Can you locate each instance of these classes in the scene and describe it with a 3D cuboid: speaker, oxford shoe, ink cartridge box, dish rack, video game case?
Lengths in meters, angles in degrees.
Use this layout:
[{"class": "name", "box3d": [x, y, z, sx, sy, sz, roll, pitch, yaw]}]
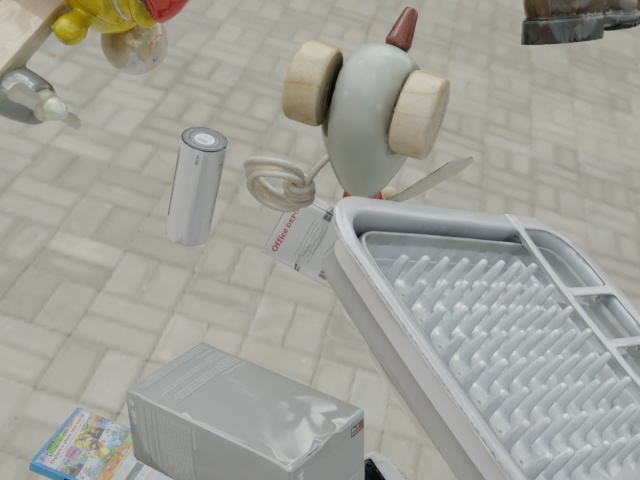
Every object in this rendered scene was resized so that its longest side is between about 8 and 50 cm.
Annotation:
[{"class": "speaker", "box3d": [-0.145, -0.060, 1.143, 0.055, 0.136, 0.055, 11, 35, -8]}, {"class": "oxford shoe", "box3d": [0.261, -0.246, 0.940, 0.083, 0.096, 0.227, 3, 17, 32]}, {"class": "ink cartridge box", "box3d": [0.000, 0.000, 1.380, 0.135, 0.099, 0.056, 29, 14, -4]}, {"class": "dish rack", "box3d": [0.157, 0.095, 0.726, 0.333, 0.072, 0.285, 5, 42, -47]}, {"class": "video game case", "box3d": [-0.237, 0.260, 1.146, 0.166, 0.015, 0.119, 21, 26, 6]}]

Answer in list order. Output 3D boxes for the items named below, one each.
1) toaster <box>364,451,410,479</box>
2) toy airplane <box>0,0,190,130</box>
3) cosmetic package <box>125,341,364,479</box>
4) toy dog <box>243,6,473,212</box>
[{"class": "toaster", "box3d": [0.079, 0.361, 1.209, 0.129, 0.146, 0.227, -28, 14, -5]}, {"class": "toy airplane", "box3d": [-0.299, -0.309, 1.194, 0.386, 0.272, 0.384, -30, 39, 8]}, {"class": "cosmetic package", "box3d": [-0.080, 0.206, 1.040, 0.238, 0.107, 0.127, 21, 34, 34]}, {"class": "toy dog", "box3d": [0.062, -0.121, 1.053, 0.220, 0.333, 0.161, 31, 67, -3]}]
